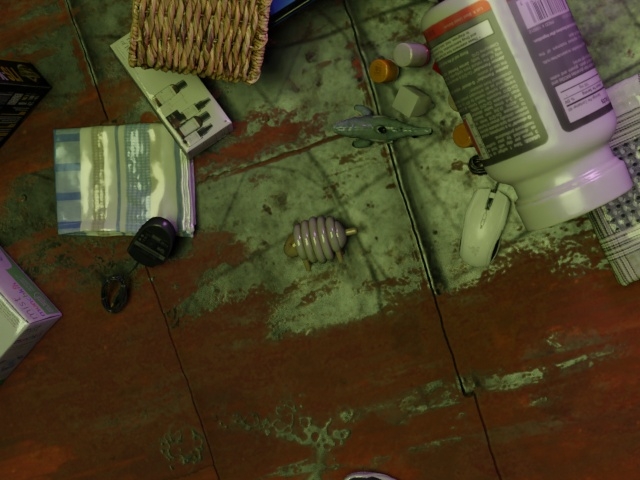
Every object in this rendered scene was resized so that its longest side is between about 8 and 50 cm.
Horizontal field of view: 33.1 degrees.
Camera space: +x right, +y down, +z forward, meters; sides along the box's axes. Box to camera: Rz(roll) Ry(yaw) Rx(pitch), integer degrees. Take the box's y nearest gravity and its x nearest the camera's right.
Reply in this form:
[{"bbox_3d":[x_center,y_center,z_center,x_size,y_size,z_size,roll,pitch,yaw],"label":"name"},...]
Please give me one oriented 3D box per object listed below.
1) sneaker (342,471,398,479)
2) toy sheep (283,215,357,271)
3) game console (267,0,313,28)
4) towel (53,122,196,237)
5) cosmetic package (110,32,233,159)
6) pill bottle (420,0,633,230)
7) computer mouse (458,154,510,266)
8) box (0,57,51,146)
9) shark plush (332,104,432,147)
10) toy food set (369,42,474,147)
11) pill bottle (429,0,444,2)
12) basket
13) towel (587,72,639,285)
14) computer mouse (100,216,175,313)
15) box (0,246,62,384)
[{"bbox_3d":[0.133,0.494,1.803,0.269,0.153,0.101,36,103,12],"label":"sneaker"},{"bbox_3d":[0.000,0.000,1.843,0.132,0.091,0.091,-16,90,4],"label":"toy sheep"},{"bbox_3d":[-0.032,-0.530,1.752,0.293,0.173,0.250,-29,103,17],"label":"game console"},{"bbox_3d":[-0.361,-0.109,1.971,0.285,0.034,0.209,0,94,18],"label":"towel"},{"bbox_3d":[-0.261,-0.268,1.896,0.099,0.060,0.239,-35,83,-9],"label":"cosmetic package"},{"bbox_3d":[0.312,-0.211,1.607,0.210,0.210,0.362,-23,94,18],"label":"pill bottle"},{"bbox_3d":[0.277,-0.047,1.772,0.106,0.042,0.192,16,99,15],"label":"computer mouse"},{"bbox_3d":[-0.654,-0.212,1.903,0.257,0.322,0.079,-43,83,16],"label":"box"},{"bbox_3d":[0.104,-0.178,1.801,0.161,0.067,0.073,17,99,15],"label":"shark plush"},{"bbox_3d":[0.200,-0.249,1.769,0.232,0.105,0.111,38,119,29],"label":"toy food set"},{"bbox_3d":[0.216,-0.439,1.723,0.194,0.108,0.108,-6,93,18],"label":"pill bottle"},{"bbox_3d":[-0.185,-0.431,1.765,0.223,0.213,0.299,7,119,-6],"label":"basket"},{"bbox_3d":[0.546,-0.114,1.643,0.324,0.056,0.312,-22,88,30],"label":"towel"},{"bbox_3d":[-0.333,0.043,1.957,0.071,0.041,0.242,34,121,-12],"label":"computer mouse"},{"bbox_3d":[-0.668,0.132,2.038,0.262,0.127,0.231,45,105,9],"label":"box"}]
